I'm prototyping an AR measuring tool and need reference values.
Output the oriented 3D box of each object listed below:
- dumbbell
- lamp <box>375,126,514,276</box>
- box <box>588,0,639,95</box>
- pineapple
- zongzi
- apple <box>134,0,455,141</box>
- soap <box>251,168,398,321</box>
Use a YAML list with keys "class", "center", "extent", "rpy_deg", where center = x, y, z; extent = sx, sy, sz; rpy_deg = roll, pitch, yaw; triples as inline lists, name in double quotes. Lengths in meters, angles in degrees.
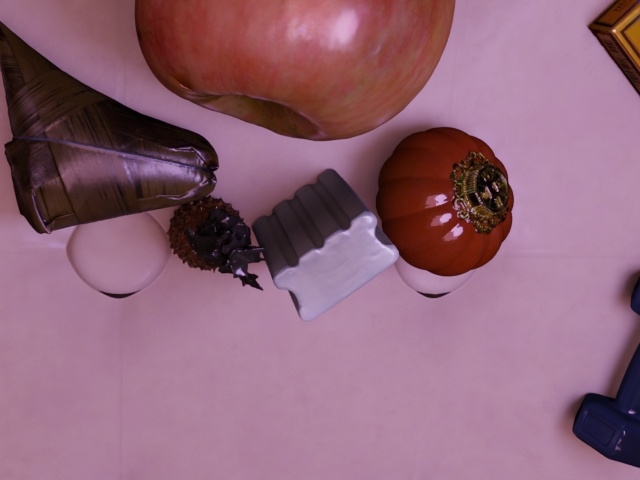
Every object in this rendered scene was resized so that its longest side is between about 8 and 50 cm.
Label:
- class: "dumbbell"
  center: [0.538, 0.208, 1.669]
  extent: [0.156, 0.143, 0.316]
  rpy_deg: [17, 103, -15]
- class: "lamp"
  center: [0.183, -0.057, 1.493]
  extent: [0.223, 0.196, 0.223]
  rpy_deg: [8, 77, -36]
- class: "box"
  center: [0.582, -0.279, 1.559]
  extent: [0.193, 0.084, 0.301]
  rpy_deg: [-42, 110, 4]
- class: "pineapple"
  center: [-0.146, 0.002, 1.420]
  extent: [0.125, 0.251, 0.125]
  rpy_deg: [-4, 102, -18]
- class: "zongzi"
  center: [-0.303, -0.179, 1.404]
  extent: [0.286, 0.138, 0.300]
  rpy_deg: [-13, 99, -11]
- class: "apple"
  center: [-0.026, -0.313, 1.284]
  extent: [0.391, 0.391, 0.346]
  rpy_deg: [20, 88, -16]
- class: "soap"
  center: [0.000, 0.000, 1.436]
  extent: [0.160, 0.265, 0.087]
  rpy_deg: [-35, 109, 1]
